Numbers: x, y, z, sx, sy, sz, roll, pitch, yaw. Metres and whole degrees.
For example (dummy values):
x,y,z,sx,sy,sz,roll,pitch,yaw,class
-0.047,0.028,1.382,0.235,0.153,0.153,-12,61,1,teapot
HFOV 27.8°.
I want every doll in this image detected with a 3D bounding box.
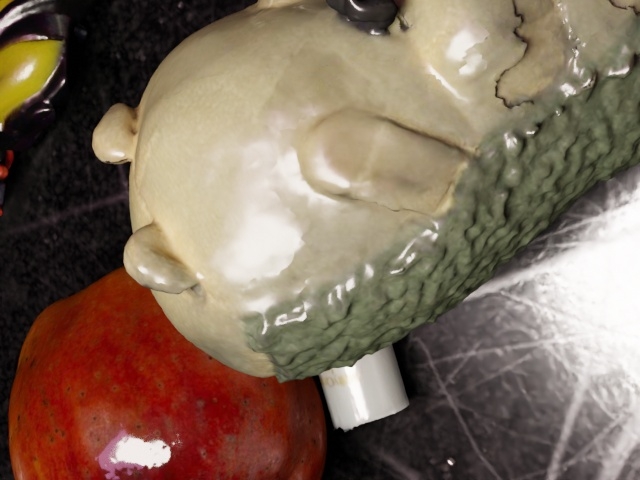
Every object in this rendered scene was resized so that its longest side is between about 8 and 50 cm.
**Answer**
x,y,z,sx,sy,sz,roll,pitch,yaw,class
-0.250,-0.101,1.007,0.127,0.088,0.248,48,118,13,doll
0.046,-0.073,0.760,0.350,0.247,0.247,-23,86,0,doll

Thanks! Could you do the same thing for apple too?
x,y,z,sx,sy,sz,roll,pitch,yaw,class
-0.108,0.130,0.902,0.234,0.234,0.234,4,98,26,apple

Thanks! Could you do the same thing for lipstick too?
x,y,z,sx,sy,sz,roll,pitch,yaw,class
0.000,0.000,0.910,0.059,0.059,0.264,-16,90,27,lipstick
